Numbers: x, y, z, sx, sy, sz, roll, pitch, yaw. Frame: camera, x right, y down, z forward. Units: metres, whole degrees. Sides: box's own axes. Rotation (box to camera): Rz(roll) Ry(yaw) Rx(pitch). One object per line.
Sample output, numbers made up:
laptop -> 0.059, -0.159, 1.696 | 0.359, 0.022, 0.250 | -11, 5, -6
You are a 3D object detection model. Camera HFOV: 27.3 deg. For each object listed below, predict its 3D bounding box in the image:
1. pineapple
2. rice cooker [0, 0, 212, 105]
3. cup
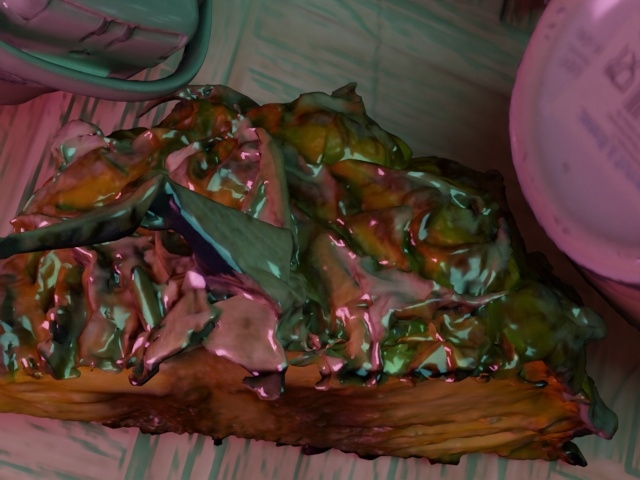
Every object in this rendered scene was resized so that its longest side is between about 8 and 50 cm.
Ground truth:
pineapple -> 0.003, -0.001, 0.521 | 0.335, 0.158, 0.161 | 10, 73, -19
rice cooker -> -0.112, -0.148, 0.516 | 0.145, 0.127, 0.206 | 9, 69, -45
cup -> 0.190, -0.064, 0.561 | 0.257, 0.227, 0.301 | 15, 28, -44
